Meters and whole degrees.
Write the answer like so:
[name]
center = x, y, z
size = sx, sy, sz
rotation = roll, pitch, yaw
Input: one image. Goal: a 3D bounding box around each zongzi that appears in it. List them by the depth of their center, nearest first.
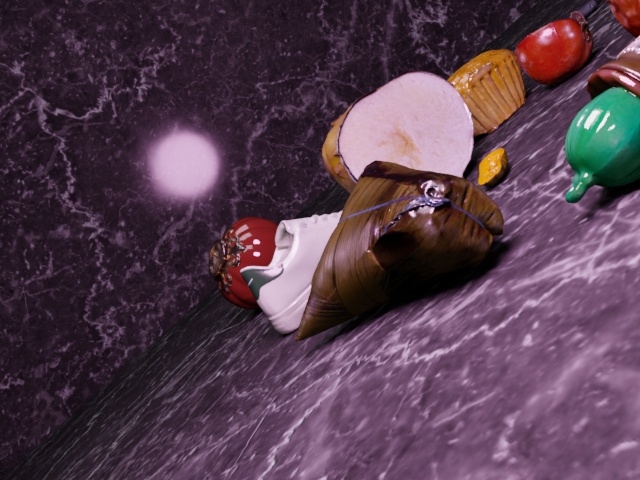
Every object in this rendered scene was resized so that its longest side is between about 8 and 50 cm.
[zongzi]
center = 0.073, 0.044, 0.830
size = 0.300, 0.138, 0.286
rotation = -55, 15, 2

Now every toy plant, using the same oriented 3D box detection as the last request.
[toy plant]
center = 0.304, -0.121, 0.656
size = 0.200, 0.105, 0.143
rotation = -52, -2, 6

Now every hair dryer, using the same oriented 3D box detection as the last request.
[hair dryer]
center = 0.657, -0.576, 1.701
size = 0.195, 0.050, 0.173
rotation = -40, 7, -22

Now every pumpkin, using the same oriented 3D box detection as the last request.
[pumpkin]
center = 0.269, -0.107, 1.004
size = 0.050, 0.028, 0.083
rotation = -31, 21, 44

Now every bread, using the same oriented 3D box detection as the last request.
[bread]
center = 0.338, -0.316, 1.419
size = 0.240, 0.139, 0.240
rotation = -40, 8, 7

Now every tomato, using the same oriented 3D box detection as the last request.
[tomato]
center = 0.457, -0.351, 1.245
size = 0.139, 0.091, 0.159
rotation = -23, -10, 37

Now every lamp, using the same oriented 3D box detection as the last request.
[lamp]
center = -0.158, 0.056, 1.570
size = 0.227, 0.227, 0.227
rotation = -40, 8, 7

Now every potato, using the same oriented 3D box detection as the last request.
[potato]
center = 0.132, -0.155, 1.220
size = 0.300, 0.246, 0.196
rotation = -38, -5, -28

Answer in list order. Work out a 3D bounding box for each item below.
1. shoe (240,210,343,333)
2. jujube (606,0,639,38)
[shoe]
center = 0.000, 0.000, 1.233
size = 0.363, 0.160, 0.132
rotation = -45, 10, -25
[jujube]
center = 0.484, -0.370, 0.833
size = 0.232, 0.213, 0.213
rotation = -36, 9, 44
